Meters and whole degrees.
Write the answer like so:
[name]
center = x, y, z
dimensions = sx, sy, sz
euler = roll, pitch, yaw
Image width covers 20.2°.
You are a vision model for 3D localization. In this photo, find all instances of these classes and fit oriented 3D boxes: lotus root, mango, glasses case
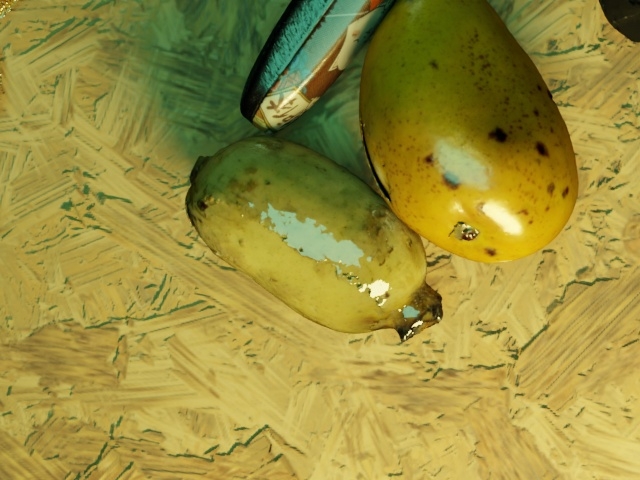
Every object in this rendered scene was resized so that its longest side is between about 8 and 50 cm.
[lotus root]
center = 0.000, 0.000, 1.767
dimensions = 0.284, 0.160, 0.146
euler = 36, 93, 5
[mango]
center = 0.130, -0.115, 1.725
dimensions = 0.191, 0.160, 0.290
euler = -12, 77, -21
[glasses case]
center = 0.029, -0.242, 1.755
dimensions = 0.082, 0.122, 0.321
euler = 36, 99, 2

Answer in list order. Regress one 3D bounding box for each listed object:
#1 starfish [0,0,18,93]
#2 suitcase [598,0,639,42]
[starfish]
center = -0.381, -0.235, 1.846
dimensions = 0.240, 0.043, 0.227
euler = -41, 91, 7
[suitcase]
center = 0.320, -0.355, 1.591
dimensions = 0.188, 0.339, 0.345
euler = -21, 95, -5
